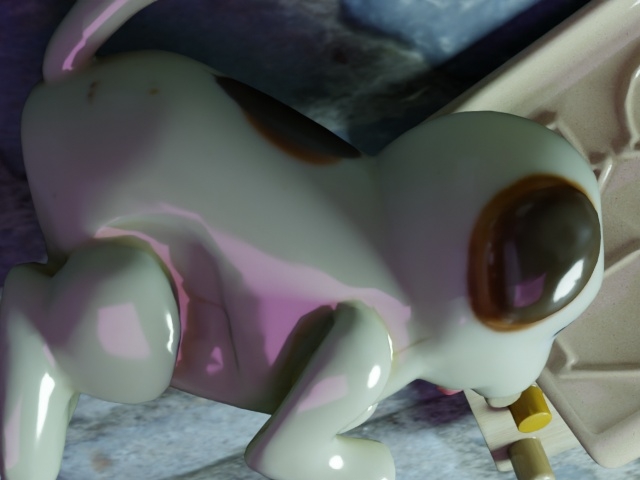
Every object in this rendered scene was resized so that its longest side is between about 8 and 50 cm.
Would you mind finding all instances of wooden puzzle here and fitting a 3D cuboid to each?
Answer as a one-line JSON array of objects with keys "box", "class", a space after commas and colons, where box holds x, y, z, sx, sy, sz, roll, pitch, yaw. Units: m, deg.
[{"box": [0.274, -0.026, 1.072, 0.322, 0.080, 0.348, -35, 98, 16], "class": "wooden puzzle"}]

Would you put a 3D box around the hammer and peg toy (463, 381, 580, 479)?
[{"box": [0.318, 0.108, 1.280, 0.361, 0.127, 0.266, -21, 138, 5], "class": "hammer and peg toy"}]

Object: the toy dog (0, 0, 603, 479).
[{"box": [0.000, 0.000, 0.952, 0.407, 0.284, 0.396, 3, 100, 0], "class": "toy dog"}]
